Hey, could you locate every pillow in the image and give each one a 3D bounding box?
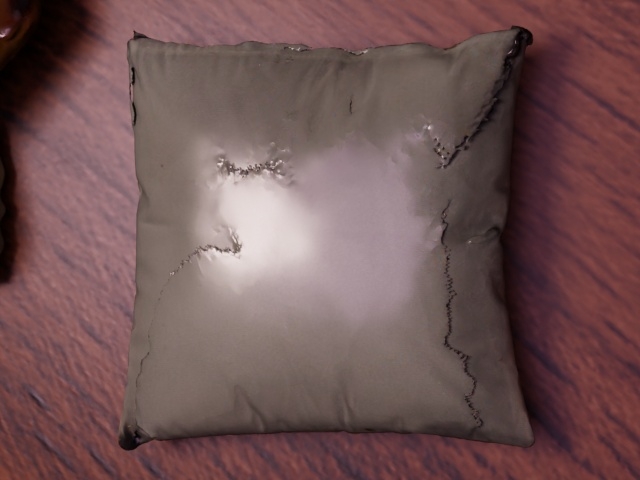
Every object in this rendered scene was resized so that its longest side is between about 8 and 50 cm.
[{"bbox_3d":[0.000,0.000,1.289,0.310,0.119,0.312,0,90,8],"label":"pillow"}]

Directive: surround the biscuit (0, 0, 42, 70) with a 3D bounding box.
[{"bbox_3d":[-0.371,-0.214,1.359,0.359,0.046,0.359,-4,72,11],"label":"biscuit"}]

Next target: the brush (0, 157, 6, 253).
[{"bbox_3d":[-0.294,-0.113,1.377,0.071,0.084,0.301,-9,80,11],"label":"brush"}]
